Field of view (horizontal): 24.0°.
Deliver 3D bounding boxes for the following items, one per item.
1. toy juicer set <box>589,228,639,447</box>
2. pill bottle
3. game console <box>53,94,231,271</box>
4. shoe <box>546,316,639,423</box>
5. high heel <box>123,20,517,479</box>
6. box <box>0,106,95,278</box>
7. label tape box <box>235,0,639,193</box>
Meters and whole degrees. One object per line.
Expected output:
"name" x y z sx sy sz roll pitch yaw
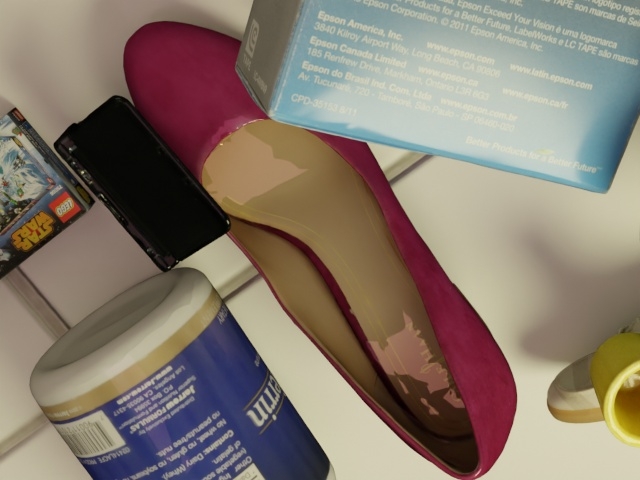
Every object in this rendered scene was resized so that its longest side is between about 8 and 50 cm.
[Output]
"toy juicer set" 0.305 -0.013 0.984 0.209 0.089 0.329 5 110 -10
"pill bottle" -0.082 0.165 1.115 0.153 0.153 0.265 -29 104 13
"game console" -0.123 -0.046 1.075 0.071 0.107 0.122 -38 101 8
"shoe" 0.260 0.065 1.097 0.219 0.076 0.058 -25 106 4
"high heel" 0.000 0.000 1.037 0.377 0.181 0.127 41 107 -9
"box" -0.251 -0.022 1.131 0.137 0.027 0.094 -36 101 15
"label tape box" 0.118 -0.225 0.957 0.249 0.115 0.348 12 108 -20
